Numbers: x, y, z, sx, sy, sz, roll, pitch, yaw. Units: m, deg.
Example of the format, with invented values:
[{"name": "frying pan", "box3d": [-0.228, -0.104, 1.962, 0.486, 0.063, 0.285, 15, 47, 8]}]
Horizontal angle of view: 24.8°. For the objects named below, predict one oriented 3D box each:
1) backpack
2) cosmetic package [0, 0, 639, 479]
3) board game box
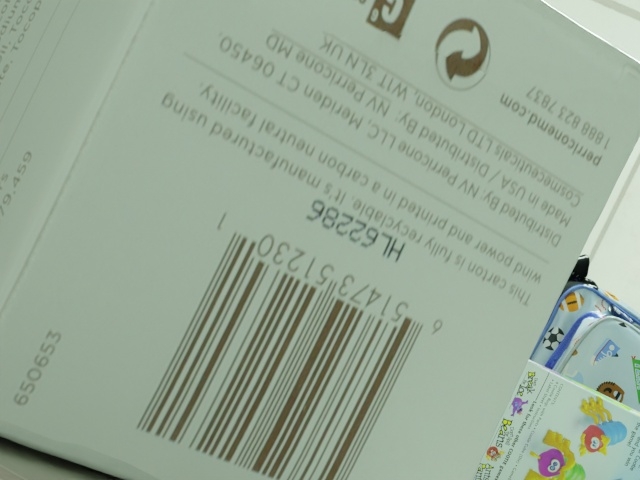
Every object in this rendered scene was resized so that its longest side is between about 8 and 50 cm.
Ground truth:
[{"name": "backpack", "box3d": [0.324, 0.198, 1.628, 0.263, 0.276, 0.213, 33, 4, -11]}, {"name": "cosmetic package", "box3d": [-0.089, -0.053, 0.894, 0.329, 0.327, 0.393, 26, -1, -37]}, {"name": "board game box", "box3d": [0.248, 0.215, 1.299, 0.275, 0.144, 0.142, 27, 0, -4]}]
